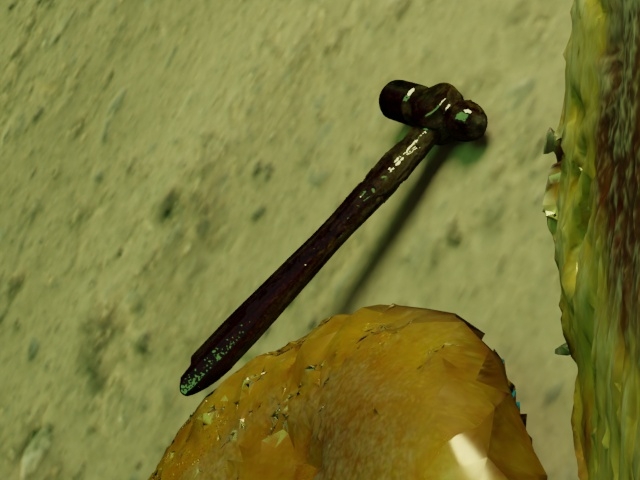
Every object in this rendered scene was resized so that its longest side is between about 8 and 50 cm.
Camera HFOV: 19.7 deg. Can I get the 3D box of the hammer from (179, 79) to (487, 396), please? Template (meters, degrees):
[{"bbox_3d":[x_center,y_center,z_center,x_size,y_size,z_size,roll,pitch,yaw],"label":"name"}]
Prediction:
[{"bbox_3d":[0.000,0.000,0.798,0.178,0.021,0.065,-48,34,-7],"label":"hammer"}]

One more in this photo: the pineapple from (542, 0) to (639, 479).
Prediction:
[{"bbox_3d":[0.208,0.003,0.502,0.209,0.286,0.344,90,-177,-68],"label":"pineapple"}]

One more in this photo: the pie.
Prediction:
[{"bbox_3d":[-0.004,0.143,0.698,0.273,0.069,0.273,-35,42,38],"label":"pie"}]
